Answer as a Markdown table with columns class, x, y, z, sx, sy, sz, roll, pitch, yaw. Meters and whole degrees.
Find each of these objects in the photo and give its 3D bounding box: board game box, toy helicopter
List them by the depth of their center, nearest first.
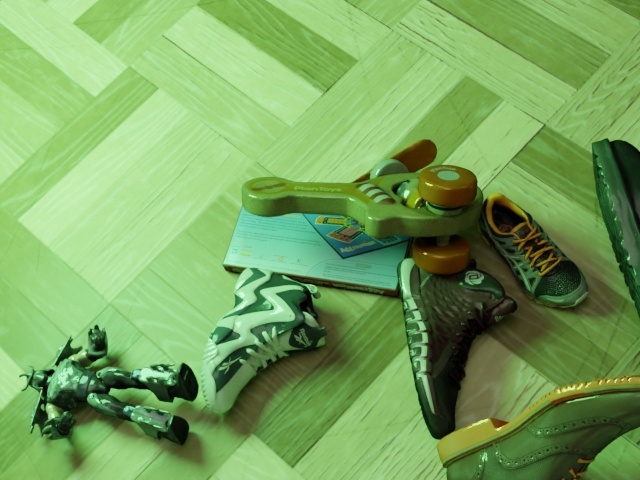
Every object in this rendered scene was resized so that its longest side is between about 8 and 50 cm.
| class | x | y | z | sx | sy | sz | roll | pitch | yaw |
| --- | --- | --- | --- | --- | --- | --- | --- | --- | --- |
| toy helicopter | 0.062 | -0.070 | 1.764 | 0.355 | 0.140 | 0.235 | 2 | 28 | 2 |
| board game box | 0.000 | 0.000 | 1.847 | 0.281 | 0.027 | 0.145 | 8 | 64 | 17 |

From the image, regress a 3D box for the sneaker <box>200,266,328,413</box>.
| class | x | y | z | sx | sy | sz | roll | pitch | yaw |
| --- | --- | --- | --- | --- | --- | --- | --- | --- | --- |
| sneaker | -0.071 | 0.152 | 1.739 | 0.153 | 0.094 | 0.235 | 6 | 53 | 26 |

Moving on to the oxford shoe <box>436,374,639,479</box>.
| class | x | y | z | sx | sy | sz | roll | pitch | yaw |
| --- | --- | --- | --- | --- | --- | --- | --- | --- | --- |
| oxford shoe | 0.310 | 0.267 | 1.507 | 0.364 | 0.130 | 0.132 | -33 | 58 | 41 |

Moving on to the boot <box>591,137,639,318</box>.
| class | x | y | z | sx | sy | sz | roll | pitch | yaw |
| --- | --- | --- | --- | --- | --- | --- | --- | --- | --- |
| boot | 0.636 | -0.031 | 1.645 | 0.445 | 0.146 | 0.367 | -17 | 67 | 7 |

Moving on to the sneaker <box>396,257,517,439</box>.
| class | x | y | z | sx | sy | sz | roll | pitch | yaw |
| --- | --- | --- | --- | --- | --- | --- | --- | --- | --- |
| sneaker | 0.204 | 0.136 | 1.681 | 0.162 | 0.106 | 0.281 | -10 | 59 | 4 |

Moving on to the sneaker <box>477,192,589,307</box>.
| class | x | y | z | sx | sy | sz | roll | pitch | yaw |
| --- | --- | --- | --- | --- | --- | --- | --- | --- | --- |
| sneaker | 0.304 | 0.014 | 1.737 | 0.084 | 0.083 | 0.215 | -39 | 62 | -11 |

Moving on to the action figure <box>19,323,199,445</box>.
| class | x | y | z | sx | sy | sz | roll | pitch | yaw |
| --- | --- | --- | --- | --- | --- | --- | --- | --- | --- |
| action figure | -0.324 | 0.218 | 1.763 | 0.285 | 0.099 | 0.185 | 6 | 68 | 20 |
